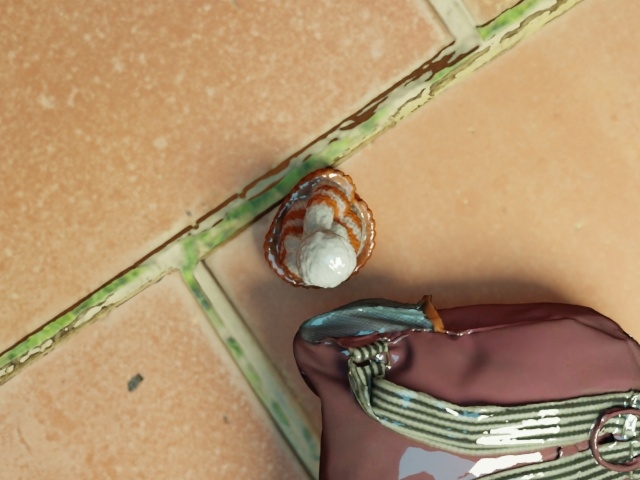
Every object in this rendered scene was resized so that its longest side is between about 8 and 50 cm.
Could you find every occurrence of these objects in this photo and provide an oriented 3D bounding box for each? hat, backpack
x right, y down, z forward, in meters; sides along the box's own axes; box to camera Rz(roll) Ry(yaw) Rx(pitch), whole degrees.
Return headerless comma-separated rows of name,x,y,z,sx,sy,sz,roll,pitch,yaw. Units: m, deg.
hat,0.000,0.000,1.656,0.094,0.162,0.112,28,99,0
backpack,0.146,0.182,1.633,0.317,0.197,0.283,-6,91,4
